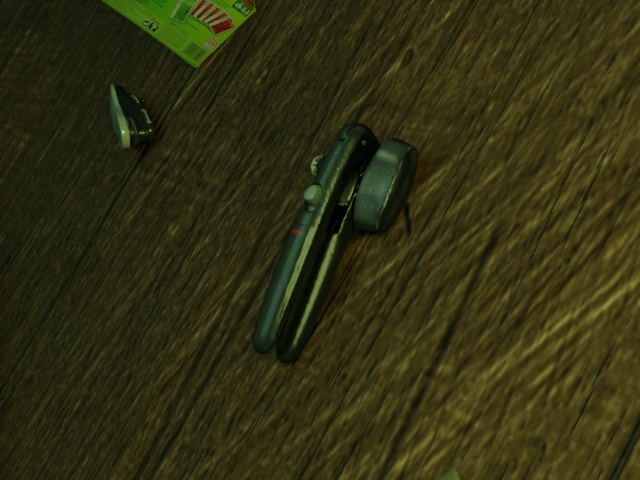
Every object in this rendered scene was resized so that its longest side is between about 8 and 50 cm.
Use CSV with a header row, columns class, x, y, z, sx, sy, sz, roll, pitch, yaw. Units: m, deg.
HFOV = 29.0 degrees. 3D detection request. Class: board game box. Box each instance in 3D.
class,x,y,z,sx,sy,sz,roll,pitch,yaw
board game box,-0.162,-0.258,1.218,0.092,0.181,0.043,-40,36,24

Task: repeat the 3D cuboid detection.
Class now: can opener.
class,x,y,z,sx,sy,sz,roll,pitch,yaw
can opener,0.000,0.000,0.896,0.073,0.059,0.186,21,79,57

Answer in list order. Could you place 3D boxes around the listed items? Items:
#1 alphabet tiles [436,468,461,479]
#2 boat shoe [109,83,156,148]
class,x,y,z,sx,sy,sz,roll,pitch,yaw
alphabet tiles,0.027,0.270,0.675,0.198,0.009,0.237,-40,36,24
boat shoe,-0.198,-0.132,1.294,0.125,0.038,0.046,-124,29,-61
